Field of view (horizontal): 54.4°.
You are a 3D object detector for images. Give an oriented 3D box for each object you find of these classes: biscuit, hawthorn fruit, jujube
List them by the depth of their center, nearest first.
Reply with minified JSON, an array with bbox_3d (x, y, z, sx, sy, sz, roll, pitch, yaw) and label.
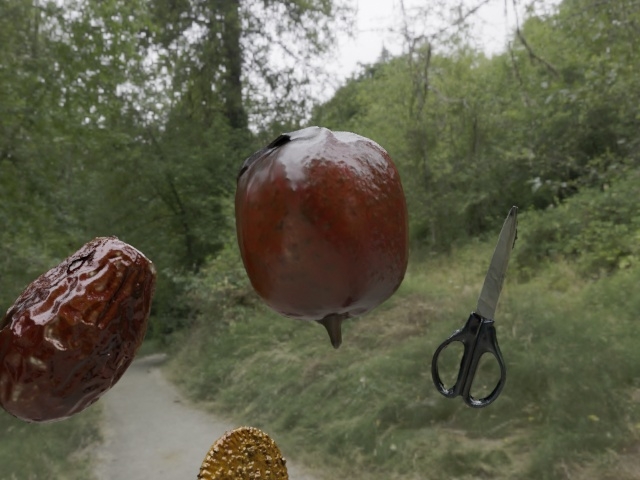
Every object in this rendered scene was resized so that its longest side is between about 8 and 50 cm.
[{"bbox_3d":[0.000,0.000,0.704,0.215,0.249,0.215,-1,1,0],"label":"hawthorn fruit"},{"bbox_3d":[-0.368,0.129,0.934,0.197,0.290,0.197,30,-17,11],"label":"jujube"},{"bbox_3d":[-0.147,0.502,1.248,0.035,0.254,0.254,-19,-17,36],"label":"biscuit"}]

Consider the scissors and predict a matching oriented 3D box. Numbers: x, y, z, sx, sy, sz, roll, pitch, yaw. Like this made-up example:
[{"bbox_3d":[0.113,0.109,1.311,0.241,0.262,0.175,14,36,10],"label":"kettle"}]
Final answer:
[{"bbox_3d":[0.236,0.095,0.891,0.109,0.300,0.022,18,12,25],"label":"scissors"}]
